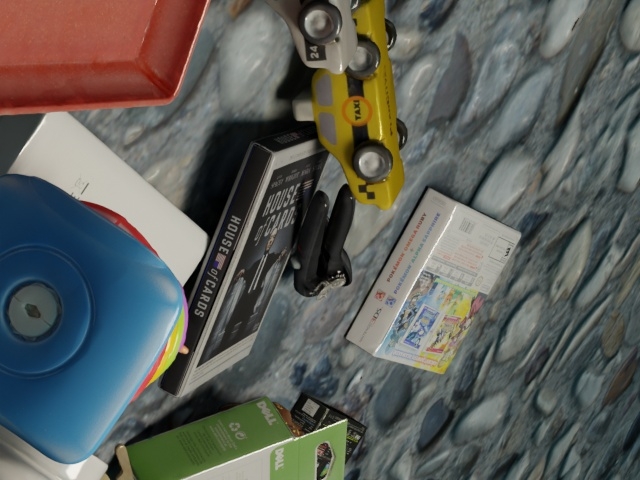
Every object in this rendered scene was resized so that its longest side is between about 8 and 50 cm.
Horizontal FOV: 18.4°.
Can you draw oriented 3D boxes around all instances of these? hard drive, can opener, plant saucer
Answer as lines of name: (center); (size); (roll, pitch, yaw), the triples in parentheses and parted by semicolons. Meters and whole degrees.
hard drive: (-0.209, 0.024, 1.558); (0.203, 0.040, 0.307); (-56, 154, -6)
can opener: (0.000, 0.000, 1.838); (0.059, 0.073, 0.186); (-26, 161, -14)
plant saucer: (-0.155, -0.218, 1.396); (0.258, 0.047, 0.259); (-10, 126, -57)

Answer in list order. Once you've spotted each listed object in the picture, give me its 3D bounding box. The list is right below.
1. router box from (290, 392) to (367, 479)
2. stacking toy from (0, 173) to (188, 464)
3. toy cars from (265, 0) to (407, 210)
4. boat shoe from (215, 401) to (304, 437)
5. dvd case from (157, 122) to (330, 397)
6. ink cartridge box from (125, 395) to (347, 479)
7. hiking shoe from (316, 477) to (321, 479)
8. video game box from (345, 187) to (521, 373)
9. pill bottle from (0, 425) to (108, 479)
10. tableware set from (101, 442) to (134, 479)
router box: (-0.006, 0.221, 2.118); (0.092, 0.038, 0.122); (-59, 153, -2)
stacking toy: (-0.160, 0.061, 1.498); (0.166, 0.175, 0.302); (-58, 165, 3)
toy cars: (0.000, -0.176, 1.661); (0.394, 0.087, 0.176); (67, 23, -57)
boat shoe: (-0.060, 0.191, 1.982); (0.178, 0.064, 0.060); (45, 43, -59)
dvd case: (-0.063, 0.013, 1.773); (0.239, 0.029, 0.179); (-67, 167, 16)
ink cartridge box: (-0.082, 0.216, 1.872); (0.209, 0.062, 0.109); (-19, 139, -20)
hiking shoe: (-0.002, 0.292, 2.070); (0.132, 0.113, 0.304); (-33, 165, -17)
video game box: (0.127, 0.048, 2.165); (0.187, 0.048, 0.205); (-63, 153, 3)
pill bottle: (-0.270, 0.239, 1.586); (0.208, 0.119, 0.119); (-55, 153, -8)
tableware set: (-0.224, 0.265, 1.782); (0.128, 0.039, 0.194); (-29, 138, -21)
